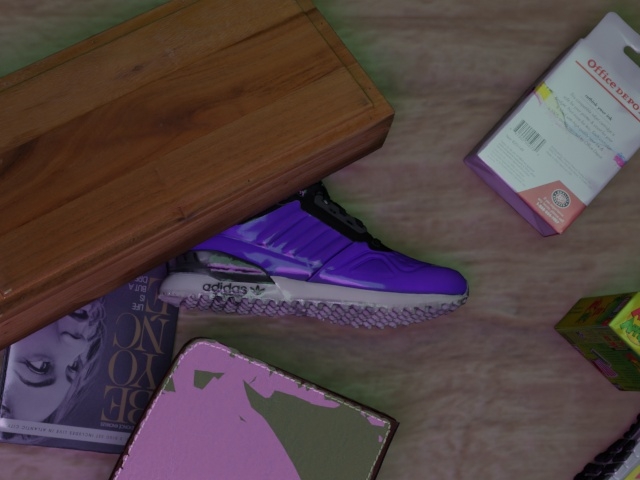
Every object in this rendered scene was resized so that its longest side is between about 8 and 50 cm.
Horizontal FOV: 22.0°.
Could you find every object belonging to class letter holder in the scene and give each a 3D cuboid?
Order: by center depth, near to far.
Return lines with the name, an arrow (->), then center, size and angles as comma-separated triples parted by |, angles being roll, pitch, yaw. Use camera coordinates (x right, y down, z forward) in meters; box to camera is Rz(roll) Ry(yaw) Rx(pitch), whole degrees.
letter holder -> -0.093, 0.258, 1.493 | 0.214, 0.152, 0.302 | 24, 83, -3

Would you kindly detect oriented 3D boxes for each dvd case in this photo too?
dvd case -> -0.209, 0.084, 1.521 | 0.164, 0.018, 0.221 | 12, 85, -32

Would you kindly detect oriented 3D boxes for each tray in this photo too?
tray -> -0.158, -0.090, 1.469 | 0.411, 0.076, 0.203 | -29, 72, -22

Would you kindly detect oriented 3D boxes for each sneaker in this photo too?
sneaker -> 0.000, 0.000, 1.546 | 0.293, 0.102, 0.146 | 6, 77, -9
sneaker -> 0.317, 0.231, 1.580 | 0.208, 0.081, 0.094 | -41, 94, -8

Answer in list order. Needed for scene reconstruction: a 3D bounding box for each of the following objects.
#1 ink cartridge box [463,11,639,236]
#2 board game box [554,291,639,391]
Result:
ink cartridge box -> 0.250, -0.113, 1.602 | 0.115, 0.067, 0.198 | 44, 84, -3
board game box -> 0.287, 0.096, 1.533 | 0.092, 0.181, 0.043 | 43, 82, -3
